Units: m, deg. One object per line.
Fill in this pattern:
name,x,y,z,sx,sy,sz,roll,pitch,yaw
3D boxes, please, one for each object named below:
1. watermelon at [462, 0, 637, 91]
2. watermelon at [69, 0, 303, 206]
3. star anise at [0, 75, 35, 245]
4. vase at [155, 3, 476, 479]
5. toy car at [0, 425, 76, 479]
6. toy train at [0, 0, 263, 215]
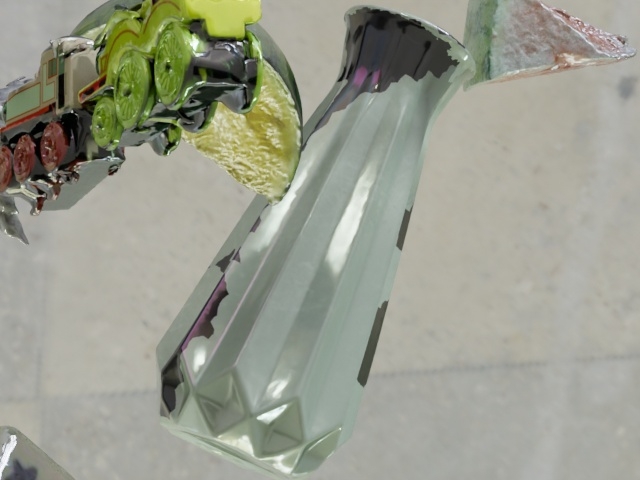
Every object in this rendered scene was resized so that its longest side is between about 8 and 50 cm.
watermelon,0.181,-0.157,1.501,0.158,0.098,0.121,34,96,-15
watermelon,-0.070,-0.117,1.182,0.181,0.075,0.092,35,122,-22
star anise,-0.274,-0.067,1.352,0.061,0.204,0.180,74,33,-56
vase,0.000,0.000,1.382,0.165,0.165,0.360,32,74,-31
toy car,-0.080,0.268,0.900,0.336,0.242,0.226,27,134,-10
toy train,-0.107,-0.074,0.917,0.053,0.250,0.085,2,77,-32
